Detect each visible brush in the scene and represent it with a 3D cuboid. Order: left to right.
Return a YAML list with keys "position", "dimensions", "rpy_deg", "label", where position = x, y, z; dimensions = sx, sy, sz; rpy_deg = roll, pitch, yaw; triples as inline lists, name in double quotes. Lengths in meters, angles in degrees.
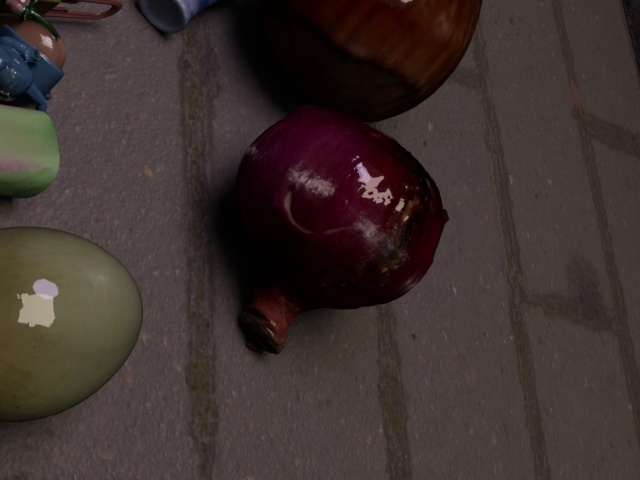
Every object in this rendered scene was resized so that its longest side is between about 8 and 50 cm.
- position: [-0.375, -0.327, 1.381]
  dimensions: [0.233, 0.103, 0.047]
  rpy_deg: [-5, 76, -48]
  label: "brush"

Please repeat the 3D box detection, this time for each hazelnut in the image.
- position: [0.091, -0.408, 1.679]
  dimensions: [0.420, 0.352, 0.421]
  rpy_deg: [-15, 119, -29]
  label: "hazelnut"

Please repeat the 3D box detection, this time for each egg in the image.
- position: [-0.323, 0.090, 1.139]
  dimensions: [0.295, 0.218, 0.218]
  rpy_deg: [-15, 81, -61]
  label: "egg"

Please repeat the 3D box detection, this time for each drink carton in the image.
- position: [-0.412, -0.110, 1.217]
  dimensions: [0.142, 0.144, 0.146]
  rpy_deg: [2, 69, -55]
  label: "drink carton"

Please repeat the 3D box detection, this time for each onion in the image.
- position: [0.000, 0.000, 1.486]
  dimensions: [0.347, 0.347, 0.385]
  rpy_deg: [35, 84, -29]
  label: "onion"

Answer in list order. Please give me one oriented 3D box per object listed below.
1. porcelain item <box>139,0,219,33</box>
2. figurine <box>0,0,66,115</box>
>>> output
- position: [-0.189, -0.443, 1.613]
  dimensions: [0.141, 0.141, 0.259]
  rpy_deg: [48, 53, -17]
  label: "porcelain item"
- position: [-0.383, -0.238, 1.272]
  dimensions: [0.114, 0.144, 0.178]
  rpy_deg: [28, 16, -3]
  label: "figurine"
